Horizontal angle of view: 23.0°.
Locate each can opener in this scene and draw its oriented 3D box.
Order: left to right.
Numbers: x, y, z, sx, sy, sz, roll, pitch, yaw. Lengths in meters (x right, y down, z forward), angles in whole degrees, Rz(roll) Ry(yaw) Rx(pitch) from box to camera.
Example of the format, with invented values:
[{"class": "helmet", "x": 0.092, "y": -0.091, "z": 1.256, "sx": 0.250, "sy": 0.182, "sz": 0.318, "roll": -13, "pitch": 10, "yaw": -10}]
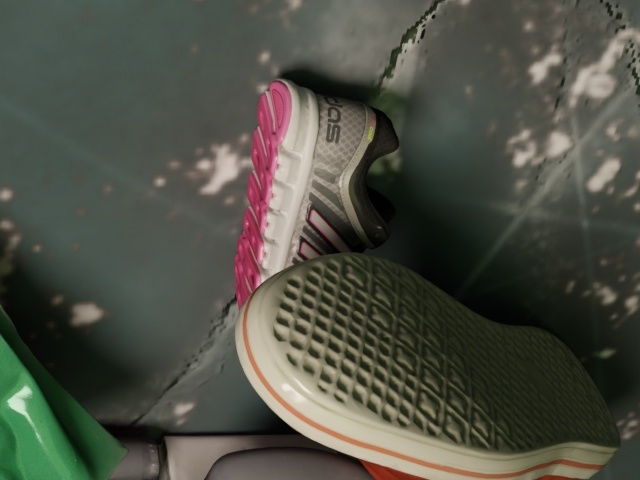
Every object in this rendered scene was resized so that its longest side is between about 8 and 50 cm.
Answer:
[{"class": "can opener", "x": -0.105, "y": 0.132, "z": 0.845, "sx": 0.280, "sy": 0.074, "sz": 0.093, "roll": 1, "pitch": 145, "yaw": -18}]

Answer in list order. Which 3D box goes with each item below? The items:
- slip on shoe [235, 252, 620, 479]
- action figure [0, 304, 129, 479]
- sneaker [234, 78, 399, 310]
[{"class": "slip on shoe", "x": 0.053, "y": 0.089, "z": 0.811, "sx": 0.101, "sy": 0.123, "sz": 0.331, "roll": -35, "pitch": 154, "yaw": 19}, {"class": "action figure", "x": -0.198, "y": 0.042, "z": 0.729, "sx": 0.137, "sy": 0.063, "sz": 0.232, "roll": -36, "pitch": 115, "yaw": -29}, {"class": "sneaker", "x": 0.000, "y": 0.000, "z": 0.798, "sx": 0.075, "sy": 0.063, "sz": 0.170, "roll": 1, "pitch": 120, "yaw": -15}]
